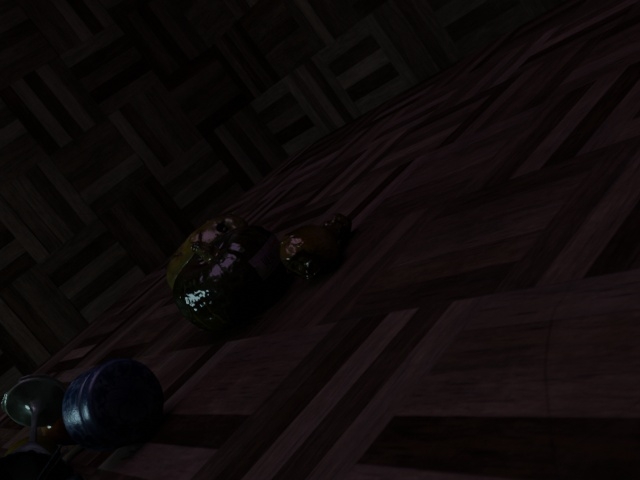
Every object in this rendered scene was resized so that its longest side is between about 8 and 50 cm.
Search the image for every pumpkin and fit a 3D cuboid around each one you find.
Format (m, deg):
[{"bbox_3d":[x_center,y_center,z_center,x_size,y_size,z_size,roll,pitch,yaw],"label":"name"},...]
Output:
[{"bbox_3d":[-0.198,0.067,1.614,0.260,0.189,0.260,-37,11,8],"label":"pumpkin"}]

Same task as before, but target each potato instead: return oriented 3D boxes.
[{"bbox_3d":[-0.336,0.035,2.281,0.300,0.140,0.173,-38,6,14],"label":"potato"}]

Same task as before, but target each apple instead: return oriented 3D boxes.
[{"bbox_3d":[-0.497,0.351,1.552,0.126,0.102,0.126,-6,6,1],"label":"apple"}]

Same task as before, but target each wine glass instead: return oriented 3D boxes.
[{"bbox_3d":[-0.496,0.345,1.334,0.156,0.156,0.232,-36,30,4],"label":"wine glass"}]

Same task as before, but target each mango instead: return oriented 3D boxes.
[{"bbox_3d":[-0.543,0.431,1.439,0.130,0.092,0.194,-35,16,0],"label":"mango"}]

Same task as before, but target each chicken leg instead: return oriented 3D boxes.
[{"bbox_3d":[0.002,-0.001,1.533,0.087,0.107,0.251,-50,-4,29],"label":"chicken leg"}]

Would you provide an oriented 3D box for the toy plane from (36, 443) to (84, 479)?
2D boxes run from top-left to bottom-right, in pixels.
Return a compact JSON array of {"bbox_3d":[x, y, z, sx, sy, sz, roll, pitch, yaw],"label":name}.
[{"bbox_3d":[-0.394,0.410,1.084,0.235,0.096,0.060,-61,17,-21],"label":"toy plane"}]

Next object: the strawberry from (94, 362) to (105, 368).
[{"bbox_3d":[-0.489,0.318,1.760,0.083,0.083,0.096,-39,12,-10],"label":"strawberry"}]

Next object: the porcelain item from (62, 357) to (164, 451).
[{"bbox_3d":[-0.351,0.281,1.325,0.114,0.147,0.147,-26,16,41],"label":"porcelain item"}]
